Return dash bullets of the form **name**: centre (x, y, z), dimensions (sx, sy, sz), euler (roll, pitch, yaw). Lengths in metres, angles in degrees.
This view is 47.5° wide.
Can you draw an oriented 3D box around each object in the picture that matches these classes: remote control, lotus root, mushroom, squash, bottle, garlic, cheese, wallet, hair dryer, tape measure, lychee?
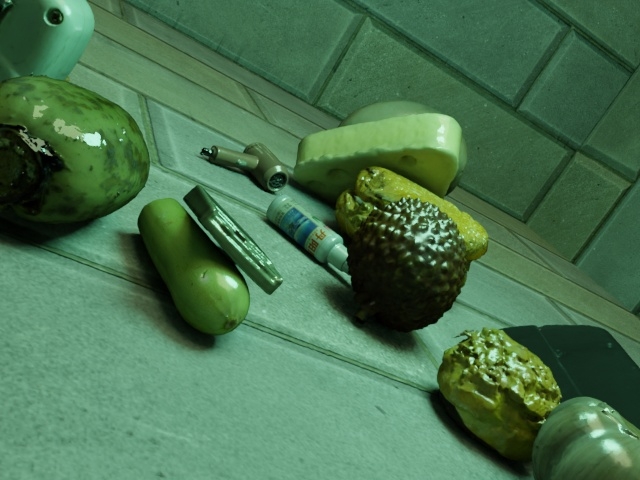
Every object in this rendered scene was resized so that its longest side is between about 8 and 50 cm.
- **remote control**: centre (-0.117, -0.006, 0.908), dimensions (0.123, 0.038, 0.285), euler (47, -3, -17)
- **lotus root**: centre (-0.290, -0.104, 0.844), dimensions (0.173, 0.173, 0.309), euler (31, 8, -3)
- **mushroom**: centre (0.196, -0.192, 1.885), dimensions (0.362, 0.294, 0.362), euler (9, -19, 3)
- **squash**: centre (-0.156, 0.022, 0.847), dimensions (0.083, 0.083, 0.250), euler (19, 17, -40)
- **bottle**: centre (0.000, 0.000, 1.255), dimensions (0.217, 0.060, 0.060), euler (37, 16, 23)
- **garlic**: centre (0.337, 0.289, 0.832), dimensions (0.228, 0.152, 0.228), euler (34, 15, -11)
- **cheese**: centre (0.114, -0.155, 1.637), dimensions (0.384, 0.384, 0.104), euler (25, 59, -26)
- **wallet**: centre (0.420, 0.237, 1.170), dimensions (0.228, 0.062, 0.406), euler (-1, 15, 2)
- **hair dryer**: centre (-0.158, -0.156, 1.458), dimensions (0.181, 0.064, 0.117), euler (9, 28, -39)
- **tape measure**: centre (-0.454, -0.297, 0.985), dimensions (0.243, 0.246, 0.125), euler (39, 19, 0)
- **lychee**: centre (0.130, 0.042, 1.128), dimensions (0.200, 0.200, 0.238), euler (36, 57, 14)

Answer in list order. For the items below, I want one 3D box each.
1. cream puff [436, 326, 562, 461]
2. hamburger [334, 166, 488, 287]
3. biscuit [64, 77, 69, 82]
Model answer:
- **cream puff**: centre (0.247, 0.200, 0.989), dimensions (0.189, 0.129, 0.189), euler (33, 13, -9)
- **hamburger**: centre (0.172, -0.022, 1.458), dimensions (0.314, 0.170, 0.290), euler (25, 14, -23)
- **biscuit**: centre (-0.501, -0.300, 1.276), dimensions (0.133, 0.027, 0.184), euler (23, 17, -36)
